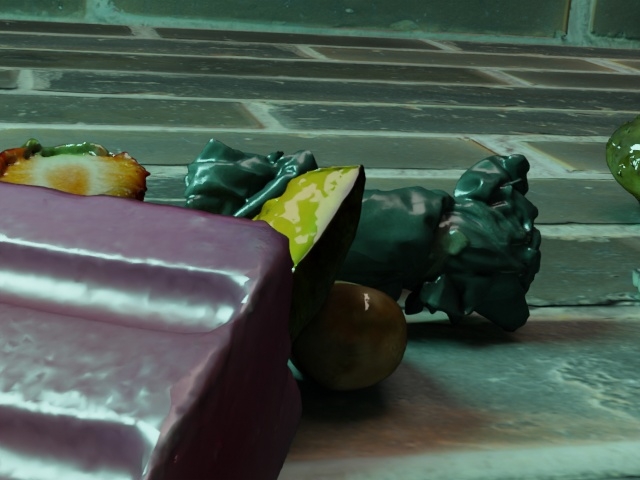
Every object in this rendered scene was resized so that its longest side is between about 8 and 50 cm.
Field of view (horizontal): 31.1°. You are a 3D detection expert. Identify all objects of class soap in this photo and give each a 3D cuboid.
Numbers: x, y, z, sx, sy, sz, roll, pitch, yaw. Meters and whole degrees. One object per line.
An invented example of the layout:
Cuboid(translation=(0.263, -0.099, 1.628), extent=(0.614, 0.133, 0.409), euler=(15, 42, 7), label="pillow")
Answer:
Cuboid(translation=(-0.209, 0.072, 0.491), extent=(0.359, 0.128, 0.233), euler=(9, 36, 15), label="soap")

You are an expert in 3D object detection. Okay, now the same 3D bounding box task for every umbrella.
Cuboid(translation=(0.000, -0.003, 0.856), extent=(0.348, 0.143, 0.094), euler=(1, 10, -14), label="umbrella")

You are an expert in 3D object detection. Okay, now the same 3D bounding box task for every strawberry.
Cuboid(translation=(-0.222, -0.033, 1.039), extent=(0.146, 0.082, 0.187), euler=(-6, 24, -14), label="strawberry")

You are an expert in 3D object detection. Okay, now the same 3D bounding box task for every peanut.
Cuboid(translation=(0.014, 0.062, 0.777), extent=(0.076, 0.076, 0.152), euler=(2, -5, -10), label="peanut")

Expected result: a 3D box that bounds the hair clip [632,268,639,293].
Cuboid(translation=(0.391, 0.048, 0.976), extent=(0.220, 0.054, 0.140), euler=(0, 21, -6), label="hair clip")

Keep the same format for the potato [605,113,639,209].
Cuboid(translation=(0.466, -0.084, 1.287), extent=(0.296, 0.141, 0.192), euler=(5, 33, -1), label="potato")

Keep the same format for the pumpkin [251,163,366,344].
Cuboid(translation=(-0.113, 0.071, 0.681), extent=(0.312, 0.148, 0.169), euler=(-10, 55, 4), label="pumpkin")
